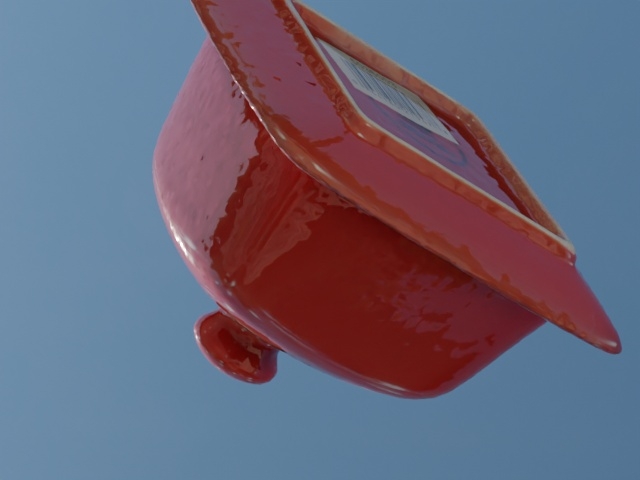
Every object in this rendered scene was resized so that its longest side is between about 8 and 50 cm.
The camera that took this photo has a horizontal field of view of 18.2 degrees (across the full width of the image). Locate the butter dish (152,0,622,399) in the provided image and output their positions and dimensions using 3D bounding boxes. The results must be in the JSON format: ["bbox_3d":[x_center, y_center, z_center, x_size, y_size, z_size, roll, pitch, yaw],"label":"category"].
[{"bbox_3d":[0.000,0.000,0.700,0.118,0.160,0.160,-51,-147,16],"label":"butter dish"}]
